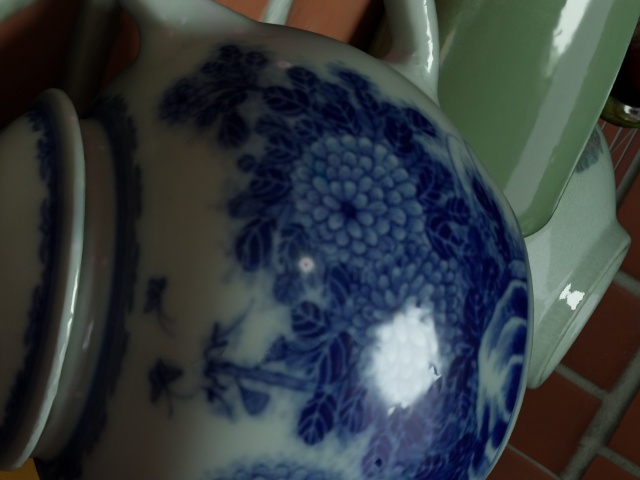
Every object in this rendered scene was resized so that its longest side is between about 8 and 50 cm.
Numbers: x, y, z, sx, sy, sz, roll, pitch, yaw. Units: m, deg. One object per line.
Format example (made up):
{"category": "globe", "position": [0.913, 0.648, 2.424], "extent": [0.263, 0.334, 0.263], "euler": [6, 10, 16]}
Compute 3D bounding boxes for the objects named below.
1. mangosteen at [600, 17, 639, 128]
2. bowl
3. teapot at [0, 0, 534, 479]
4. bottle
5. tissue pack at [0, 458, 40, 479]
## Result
{"category": "mangosteen", "position": [0.329, -0.226, 1.461], "extent": [0.311, 0.311, 0.311], "euler": [-53, 167, -18]}
{"category": "bowl", "position": [0.180, 0.021, 1.681], "extent": [0.435, 0.196, 0.435], "euler": [-53, 166, -19]}
{"category": "teapot", "position": [-0.062, 0.025, 0.728], "extent": [0.252, 0.280, 0.424], "euler": [-152, -107, -66]}
{"category": "bottle", "position": [0.142, -0.181, 1.135], "extent": [0.347, 0.168, 0.168], "euler": [-67, 165, 20]}
{"category": "tissue pack", "position": [-0.075, 0.095, 1.023], "extent": [0.194, 0.145, 0.274], "euler": [-61, 166, 8]}
